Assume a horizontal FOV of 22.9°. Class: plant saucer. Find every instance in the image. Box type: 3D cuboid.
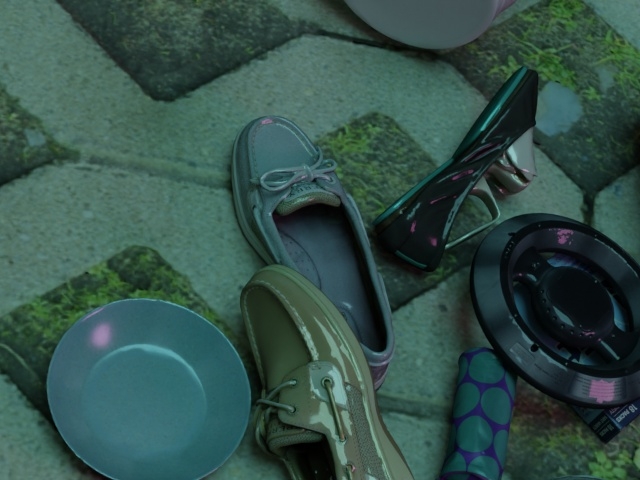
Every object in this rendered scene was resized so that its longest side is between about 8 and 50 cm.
[{"bbox_3d":[-0.163,0.148,1.493,0.194,0.037,0.195,8,59,-14],"label":"plant saucer"}]

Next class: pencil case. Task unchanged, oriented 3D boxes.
[{"bbox_3d":[0.155,0.183,1.560,0.064,0.070,0.152,21,56,-10],"label":"pencil case"}]

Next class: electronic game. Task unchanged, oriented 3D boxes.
[{"bbox_3d":[0.258,0.069,1.624,0.229,0.048,0.229,14,51,-18],"label":"electronic game"}]

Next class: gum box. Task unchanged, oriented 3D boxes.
[{"bbox_3d":[0.294,0.097,1.675,0.157,0.041,0.184,-35,75,-31],"label":"gum box"}]

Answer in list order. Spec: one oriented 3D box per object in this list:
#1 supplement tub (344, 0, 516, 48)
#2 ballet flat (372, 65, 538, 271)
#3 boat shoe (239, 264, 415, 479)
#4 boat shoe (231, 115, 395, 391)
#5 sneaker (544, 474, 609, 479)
[{"bbox_3d":[0.165,-0.402,1.806,0.241,0.241,0.331,30,56,0],"label":"supplement tub"},{"bbox_3d":[0.168,-0.069,1.709,0.096,0.095,0.280,45,67,-2],"label":"ballet flat"},{"bbox_3d":[-0.009,0.164,1.482,0.098,0.109,0.302,-16,75,-39],"label":"boat shoe"},{"bbox_3d":[-0.002,0.001,1.594,0.118,0.103,0.320,-7,64,-22],"label":"boat shoe"},{"bbox_3d":[0.324,0.264,1.539,0.262,0.121,0.099,9,57,-14],"label":"sneaker"}]
